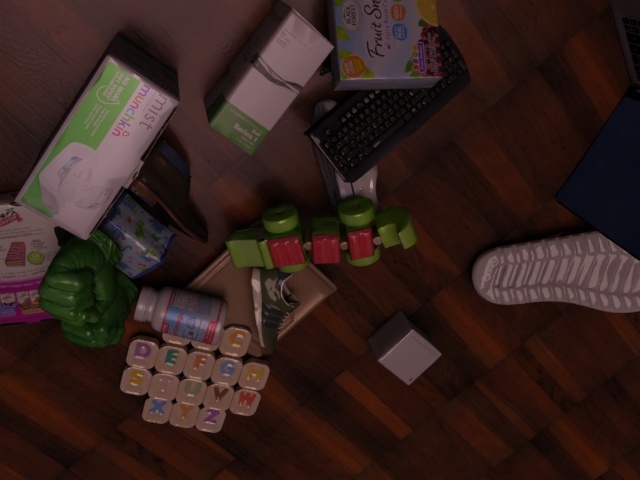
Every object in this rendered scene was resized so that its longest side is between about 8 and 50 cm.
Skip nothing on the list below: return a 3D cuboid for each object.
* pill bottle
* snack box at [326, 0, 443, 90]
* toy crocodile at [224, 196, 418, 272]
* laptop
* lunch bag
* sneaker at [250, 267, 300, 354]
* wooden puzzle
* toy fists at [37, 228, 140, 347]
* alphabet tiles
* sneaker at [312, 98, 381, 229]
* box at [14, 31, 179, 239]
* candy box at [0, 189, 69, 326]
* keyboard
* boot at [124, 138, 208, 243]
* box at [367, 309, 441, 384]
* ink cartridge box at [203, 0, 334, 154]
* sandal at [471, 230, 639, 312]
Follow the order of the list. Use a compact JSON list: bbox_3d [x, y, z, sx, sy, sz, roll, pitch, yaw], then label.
[{"bbox_3d":[-0.258,0.135,1.292,0.160,0.087,0.087,15,110,-9],"label":"pill bottle"},{"bbox_3d":[0.101,-0.356,1.145,0.175,0.070,0.207,-3,85,-10],"label":"snack box"},{"bbox_3d":[0.000,0.000,1.234,0.341,0.105,0.115,-6,122,6],"label":"toy crocodile"},{"bbox_3d":[0.530,-0.220,1.165,0.236,0.382,0.407,-28,116,1],"label":"laptop"},{"bbox_3d":[-0.356,0.002,1.243,0.151,0.096,0.129,-28,120,35],"label":"lunch bag"},{"bbox_3d":[-0.081,0.134,1.326,0.086,0.064,0.192,-5,115,0],"label":"sneaker"},{"bbox_3d":[-0.122,0.097,1.365,0.239,0.044,0.221,-40,115,13],"label":"wooden puzzle"},{"bbox_3d":[-0.388,0.097,1.184,0.096,0.279,0.142,27,64,11],"label":"toy fists"},{"bbox_3d":[-0.253,0.277,1.407,0.284,0.021,0.278,14,115,-13],"label":"alphabet tiles"},{"bbox_3d":[0.052,-0.142,1.276,0.091,0.094,0.258,-25,122,-20],"label":"sneaker"},{"bbox_3d":[-0.339,-0.168,1.093,0.127,0.231,0.262,33,104,-23],"label":"box"},{"bbox_3d":[-0.525,0.030,1.231,0.159,0.071,0.233,-7,115,-8],"label":"candy box"},{"bbox_3d":[0.102,-0.266,1.193,0.317,0.033,0.201,-42,97,-14],"label":"keyboard"},{"bbox_3d":[-0.246,-0.081,1.230,0.106,0.082,0.219,-56,140,-10],"label":"boot"},{"bbox_3d":[0.174,0.223,1.452,0.102,0.087,0.101,-44,115,10],"label":"box"},{"bbox_3d":[-0.090,-0.270,1.138,0.093,0.160,0.219,34,104,-24],"label":"ink cartridge box"},{"bbox_3d":[0.520,0.054,1.451,0.417,0.102,0.169,3,99,1],"label":"sandal"}]
